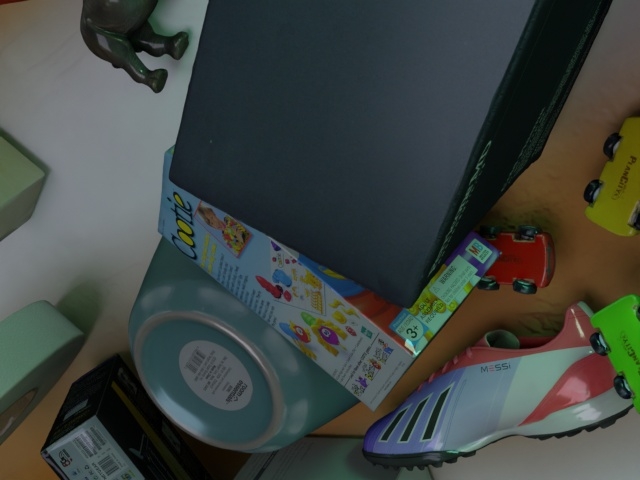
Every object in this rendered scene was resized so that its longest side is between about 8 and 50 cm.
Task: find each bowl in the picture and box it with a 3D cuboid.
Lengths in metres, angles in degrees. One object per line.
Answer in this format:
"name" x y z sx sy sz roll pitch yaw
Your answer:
"bowl" -0.087 0.109 0.974 0.311 0.163 0.311 14 125 22

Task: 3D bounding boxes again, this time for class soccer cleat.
"soccer cleat" 0.163 0.156 0.918 0.318 0.109 0.116 -25 86 38

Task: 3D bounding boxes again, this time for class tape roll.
"tape roll" -0.455 0.240 1.109 0.072 0.392 0.392 41 130 -1

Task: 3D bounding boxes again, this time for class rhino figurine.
"rhino figurine" -0.173 -0.269 0.842 0.106 0.073 0.243 23 124 9

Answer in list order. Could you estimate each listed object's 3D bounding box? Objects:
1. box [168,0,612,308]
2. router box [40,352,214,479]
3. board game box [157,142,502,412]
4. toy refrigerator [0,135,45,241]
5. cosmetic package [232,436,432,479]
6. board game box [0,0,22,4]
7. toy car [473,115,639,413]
"box" 0.091 -0.190 0.567 0.179 0.312 0.343 28 121 14
"router box" -0.209 0.314 1.120 0.081 0.243 0.309 -34 101 -1
"board game box" 0.000 0.000 0.825 0.275 0.142 0.144 39 150 10
"toy refrigerator" -0.474 -0.119 1.089 0.269 0.094 0.102 40 136 2
"cosmetic package" 0.031 0.367 1.085 0.225 0.138 0.224 -5 116 32
"board game box" -0.237 -0.316 0.302 0.356 0.356 0.356 52 129 4
"toy car" 0.250 0.041 0.767 0.239 0.053 0.225 -40 63 39
